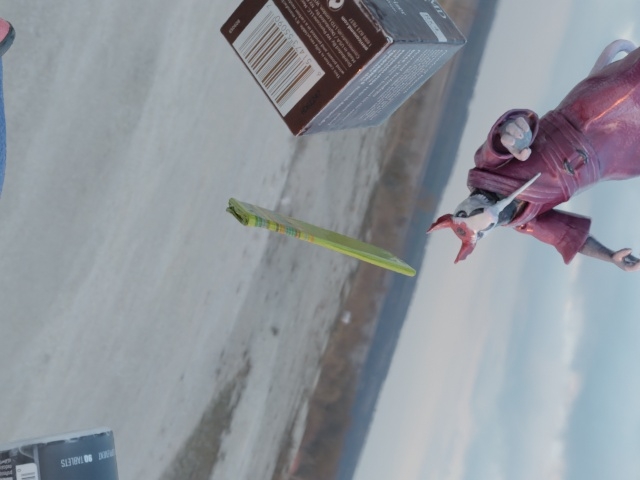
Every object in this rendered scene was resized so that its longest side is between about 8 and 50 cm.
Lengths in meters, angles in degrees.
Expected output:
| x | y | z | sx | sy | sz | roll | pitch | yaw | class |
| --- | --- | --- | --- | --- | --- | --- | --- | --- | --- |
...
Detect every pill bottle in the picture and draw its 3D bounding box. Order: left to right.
| x | y | z | sx | sy | sz | roll | pitch | yaw | class |
| --- | --- | --- | --- | --- | --- | --- | --- | --- | --- |
| -0.255 | 0.315 | 0.856 | 0.130 | 0.131 | 0.245 | 67 | 13 | -81 | pill bottle |

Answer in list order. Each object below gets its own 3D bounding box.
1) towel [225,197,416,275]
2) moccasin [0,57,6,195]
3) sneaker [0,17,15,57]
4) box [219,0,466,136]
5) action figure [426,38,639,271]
| x | y | z | sx | sy | sz | roll | pitch | yaw | class |
| --- | --- | --- | --- | --- | --- | --- | --- | --- | --- |
| 0.000 | 0.000 | 1.101 | 0.021 | 0.237 | 0.102 | -68 | -157 | 9 | towel |
| -0.604 | -0.185 | 1.469 | 0.137 | 0.117 | 0.341 | -78 | 175 | -79 | moccasin |
| -0.554 | -0.284 | 1.125 | 0.136 | 0.314 | 0.115 | 79 | 22 | -51 | sneaker |
| 0.029 | -0.243 | 1.032 | 0.167 | 0.168 | 0.203 | -42 | 167 | 33 | box |
| 0.274 | -0.113 | 0.992 | 0.248 | 0.370 | 0.275 | 58 | 3 | -32 | action figure |
